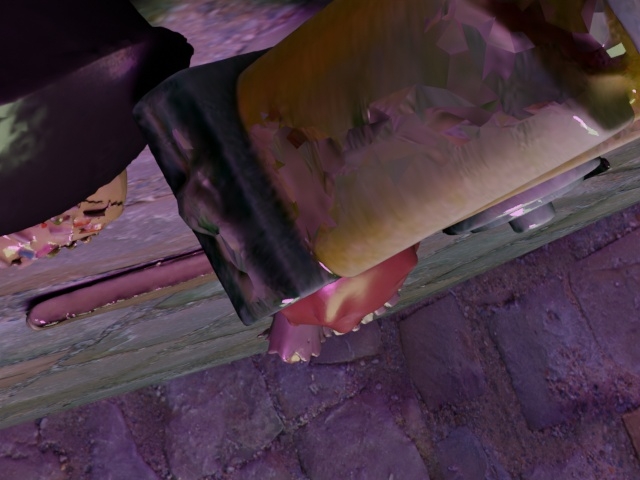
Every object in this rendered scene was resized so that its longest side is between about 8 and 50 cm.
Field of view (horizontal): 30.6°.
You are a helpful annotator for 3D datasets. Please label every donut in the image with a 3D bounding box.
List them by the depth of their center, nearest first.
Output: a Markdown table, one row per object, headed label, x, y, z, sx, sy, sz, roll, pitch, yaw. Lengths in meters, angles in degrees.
| label | x | y | z | sx | sy | sz | roll | pitch | yaw |
| --- | --- | --- | --- | --- | --- | --- | --- | --- | --- |
| donut | -0.190 | -0.022 | 0.686 | 0.175 | 0.068 | 0.174 | -20 | 172 | -3 |

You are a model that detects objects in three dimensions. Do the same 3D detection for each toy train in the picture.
| label | x | y | z | sx | sy | sz | roll | pitch | yaw |
| --- | --- | --- | --- | --- | --- | --- | --- | --- | --- |
| toy train | 0.104 | -0.091 | 0.487 | 0.397 | 0.160 | 0.253 | -27 | -179 | 40 |

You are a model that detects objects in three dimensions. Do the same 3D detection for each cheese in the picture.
| label | x | y | z | sx | sy | sz | roll | pitch | yaw |
| --- | --- | --- | --- | --- | --- | --- | --- | --- | --- |
| cheese | -0.125 | 0.028 | 1.280 | 0.400 | 0.034 | 0.085 | -16 | 176 | -17 |

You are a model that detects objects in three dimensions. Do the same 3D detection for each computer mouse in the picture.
| label | x | y | z | sx | sy | sz | roll | pitch | yaw |
| --- | --- | --- | --- | --- | --- | --- | --- | --- | --- |
| computer mouse | -0.197 | -0.037 | 0.504 | 0.295 | 0.087 | 0.168 | -13 | 170 | -19 |

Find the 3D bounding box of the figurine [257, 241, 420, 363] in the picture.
| label | x | y | z | sx | sy | sz | roll | pitch | yaw |
| --- | --- | --- | --- | --- | --- | --- | --- | --- | --- |
| figurine | 0.000 | 0.000 | 1.015 | 0.207 | 0.166 | 0.387 | -53 | 172 | -7 |
